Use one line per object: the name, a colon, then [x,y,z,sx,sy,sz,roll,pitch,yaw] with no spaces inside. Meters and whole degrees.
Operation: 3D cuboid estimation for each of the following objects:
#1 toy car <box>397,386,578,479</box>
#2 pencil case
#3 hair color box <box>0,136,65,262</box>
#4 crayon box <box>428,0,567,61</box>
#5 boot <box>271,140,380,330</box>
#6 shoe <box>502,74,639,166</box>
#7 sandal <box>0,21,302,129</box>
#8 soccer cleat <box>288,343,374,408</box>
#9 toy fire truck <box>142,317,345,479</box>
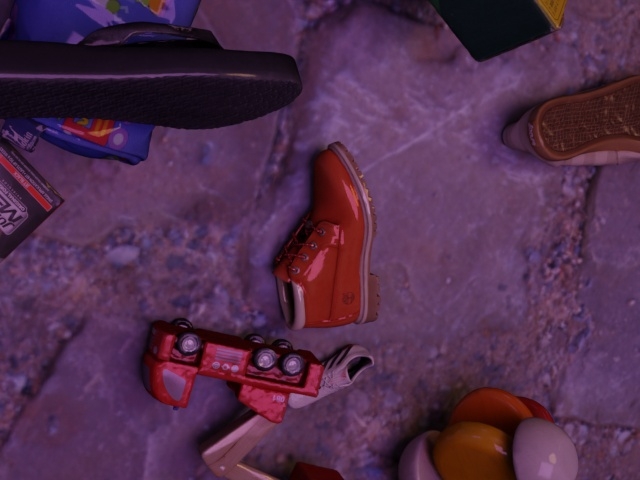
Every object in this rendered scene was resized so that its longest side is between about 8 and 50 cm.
toy car: [0.171,0.212,1.130,0.182,0.159,0.136,62,36,-22]
pencil case: [-0.141,-0.204,0.884,0.133,0.119,0.306,19,92,-13]
hair color box: [-0.261,-0.007,0.907,0.141,0.043,0.072,-46,117,-10]
crayon box: [0.083,-0.318,0.943,0.318,0.081,0.202,48,45,-26]
boot: [0.000,0.000,1.034,0.084,0.059,0.158,-10,106,-20]
shoe: [0.262,-0.107,1.148,0.219,0.058,0.076,-7,84,-29]
sandal: [-0.124,-0.112,0.796,0.254,0.097,0.054,0,75,-29]
soccer cleat: [0.008,0.117,1.072,0.083,0.035,0.029,-31,113,-18]
toy fire truck: [-0.059,0.146,1.026,0.192,0.047,0.135,13,97,-18]
